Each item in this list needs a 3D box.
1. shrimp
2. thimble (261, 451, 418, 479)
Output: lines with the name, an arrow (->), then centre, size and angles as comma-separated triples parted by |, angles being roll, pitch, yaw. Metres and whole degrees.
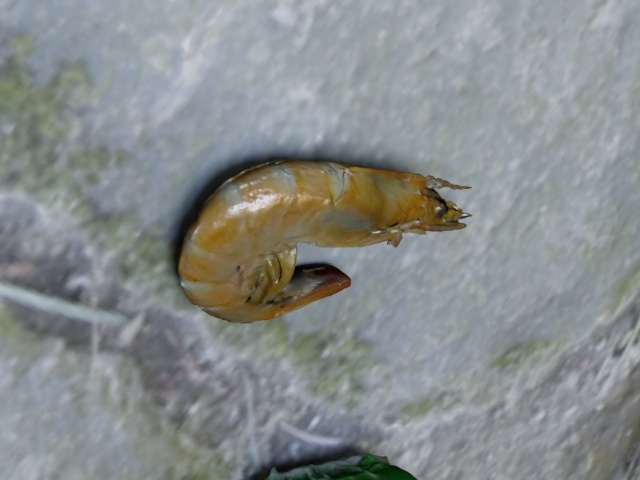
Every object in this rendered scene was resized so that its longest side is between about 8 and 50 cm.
shrimp -> 0.004, 0.005, 0.839 | 0.162, 0.045, 0.095 | 0, 117, -39
thimble -> 0.011, 0.175, 0.906 | 0.090, 0.118, 0.130 | -7, 94, -29
